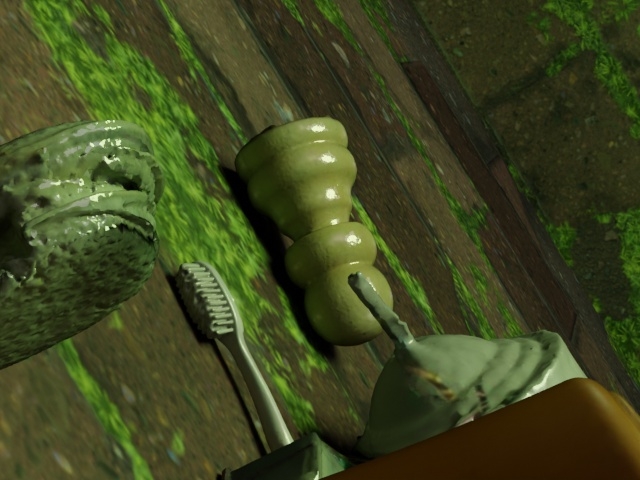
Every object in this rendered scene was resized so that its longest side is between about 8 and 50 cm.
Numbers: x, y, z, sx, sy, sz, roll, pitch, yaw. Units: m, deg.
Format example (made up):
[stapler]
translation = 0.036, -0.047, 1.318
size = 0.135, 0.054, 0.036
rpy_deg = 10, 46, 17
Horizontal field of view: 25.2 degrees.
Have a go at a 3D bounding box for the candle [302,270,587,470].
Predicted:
[candle]
translation = 0.110, 0.149, 0.945
size = 0.330, 0.187, 0.187
rpy_deg = 56, 15, -7

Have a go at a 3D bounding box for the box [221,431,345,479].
[box]
translation = -0.008, 0.155, 0.780
size = 0.085, 0.063, 0.060
rpy_deg = 52, 17, -20

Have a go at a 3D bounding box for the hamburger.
[hamburger]
translation = -0.122, 0.008, 0.559
size = 0.062, 0.140, 0.133
rpy_deg = 61, -19, 10

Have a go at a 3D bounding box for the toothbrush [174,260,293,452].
[toothbrush]
translation = -0.013, 0.145, 0.859
size = 0.307, 0.025, 0.029
rpy_deg = 62, 23, 14

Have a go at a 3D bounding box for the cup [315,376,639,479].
[cup]
translation = 0.004, 0.171, 0.440
size = 0.226, 0.264, 0.182
rpy_deg = 63, 2, -31

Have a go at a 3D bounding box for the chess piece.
[chess piece]
translation = 0.000, 0.000, 1.095
size = 0.094, 0.094, 0.170
rpy_deg = 25, 44, -65
